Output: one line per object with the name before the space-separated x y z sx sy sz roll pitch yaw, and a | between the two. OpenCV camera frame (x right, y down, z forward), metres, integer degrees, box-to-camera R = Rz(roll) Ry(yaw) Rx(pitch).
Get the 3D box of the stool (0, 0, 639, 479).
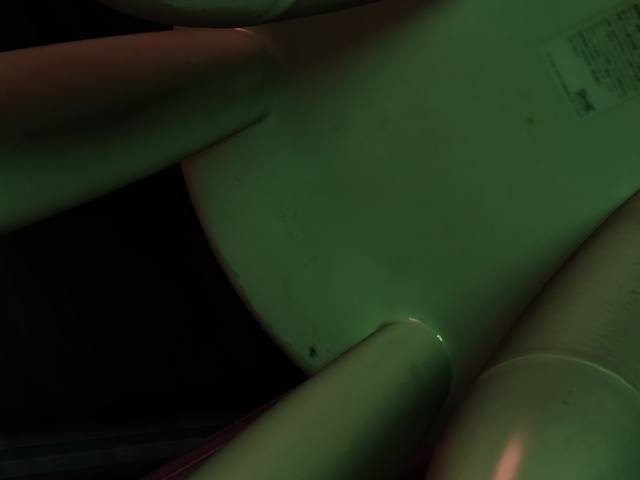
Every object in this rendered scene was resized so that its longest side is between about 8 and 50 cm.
stool | 0.000 0.000 0.466 0.195 0.195 0.199 -30 3 37
